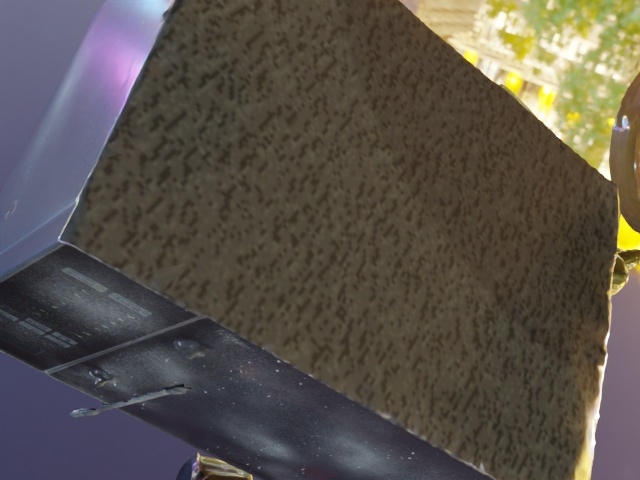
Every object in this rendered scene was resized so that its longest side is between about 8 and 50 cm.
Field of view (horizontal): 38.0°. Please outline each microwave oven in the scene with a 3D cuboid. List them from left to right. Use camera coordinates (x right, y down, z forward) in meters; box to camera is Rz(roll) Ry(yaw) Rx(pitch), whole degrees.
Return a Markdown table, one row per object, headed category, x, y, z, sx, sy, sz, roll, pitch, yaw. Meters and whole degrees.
| category | x | y | z | sx | sy | sz | roll | pitch | yaw |
| --- | --- | --- | --- | --- | --- | --- | --- | --- | --- |
| microwave oven | 0.000 | 0.000 | 0.731 | 0.432 | 0.236 | 0.374 | 33 | -123 | -27 |

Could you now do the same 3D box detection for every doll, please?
| category | x | y | z | sx | sy | sz | roll | pitch | yaw |
| --- | --- | --- | --- | --- | --- | --- | --- | --- | --- |
| doll | 0.413 | 0.050 | 1.396 | 0.137 | 0.097 | 0.209 | 0 | -177 | 28 |

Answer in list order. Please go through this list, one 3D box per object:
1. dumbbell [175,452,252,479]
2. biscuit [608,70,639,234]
| category | x | y | z | sx | sy | sz | roll | pitch | yaw |
| --- | --- | --- | --- | --- | --- | --- | --- | --- | --- |
| dumbbell | -0.026 | 0.389 | 1.125 | 0.322 | 0.204 | 0.204 | 16 | -153 | -13 |
| biscuit | 0.440 | -0.075 | 1.043 | 0.355 | 0.275 | 0.052 | 23 | 178 | -34 |
